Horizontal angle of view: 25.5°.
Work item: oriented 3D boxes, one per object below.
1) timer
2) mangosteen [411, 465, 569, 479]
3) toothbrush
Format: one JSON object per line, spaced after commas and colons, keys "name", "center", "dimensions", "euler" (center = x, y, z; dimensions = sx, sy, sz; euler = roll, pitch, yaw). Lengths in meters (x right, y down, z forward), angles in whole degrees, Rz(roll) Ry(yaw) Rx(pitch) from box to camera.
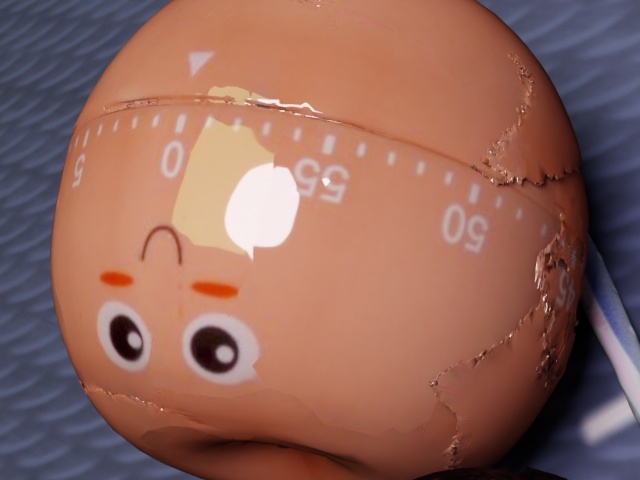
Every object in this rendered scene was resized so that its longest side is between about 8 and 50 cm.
{"name": "timer", "center": [0.000, 0.000, 0.612], "dimensions": [0.229, 0.229, 0.215], "euler": [-7, 68, 43]}
{"name": "mangosteen", "center": [0.064, 0.172, 0.503], "dimensions": [0.172, 0.172, 0.184], "euler": [34, 113, 49]}
{"name": "toothbrush", "center": [0.138, 0.059, 0.596], "dimensions": [0.027, 0.021, 0.269], "euler": [-33, 46, 20]}
